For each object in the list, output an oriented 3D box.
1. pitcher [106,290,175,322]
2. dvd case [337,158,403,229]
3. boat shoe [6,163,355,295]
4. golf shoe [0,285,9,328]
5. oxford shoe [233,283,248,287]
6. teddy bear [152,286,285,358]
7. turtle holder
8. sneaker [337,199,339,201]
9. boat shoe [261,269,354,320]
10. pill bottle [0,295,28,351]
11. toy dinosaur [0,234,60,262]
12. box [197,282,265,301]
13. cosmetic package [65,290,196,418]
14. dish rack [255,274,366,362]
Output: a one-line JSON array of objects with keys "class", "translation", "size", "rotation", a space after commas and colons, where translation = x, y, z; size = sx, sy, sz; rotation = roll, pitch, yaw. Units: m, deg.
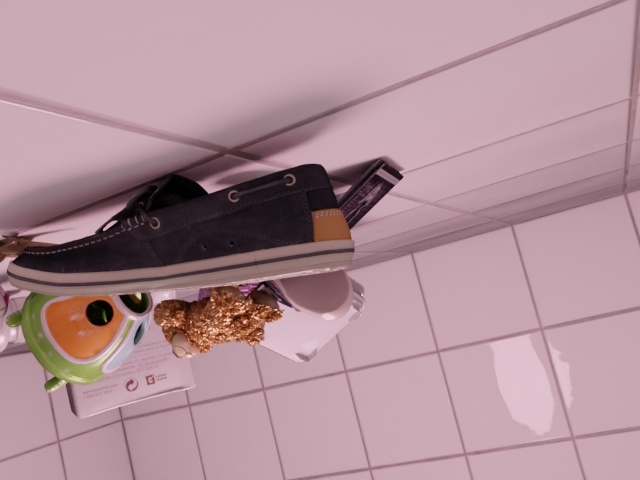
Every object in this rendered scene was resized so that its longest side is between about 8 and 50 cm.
[{"class": "pitcher", "translation": [-0.505, 0.146, 1.725], "size": [0.178, 0.125, 0.207], "rotation": [-1, -168, 31]}, {"class": "dvd case", "translation": [0.050, -0.052, 1.201], "size": [0.221, 0.018, 0.164], "rotation": [-44, 166, 11]}, {"class": "boat shoe", "translation": [-0.202, -0.007, 0.932], "size": [0.501, 0.155, 0.187], "rotation": [-8, 177, 16]}, {"class": "golf shoe", "translation": [-0.670, 0.132, 1.268], "size": [0.115, 0.140, 0.306], "rotation": [24, 165, -8]}, {"class": "oxford shoe", "translation": [-0.202, 0.034, 1.305], "size": [0.364, 0.132, 0.130], "rotation": [-15, 173, 11]}, {"class": "teddy bear", "translation": [-0.230, 0.180, 1.448], "size": [0.338, 0.113, 0.245], "rotation": [-16, 158, 27]}, {"class": "turtle holder", "translation": [-0.467, 0.169, 1.438], "size": [0.227, 0.243, 0.320], "rotation": [-33, 158, 13]}, {"class": "sneaker", "translation": [0.000, 0.000, 1.458], "size": [0.109, 0.130, 0.286], "rotation": [-16, 174, -5]}, {"class": "boat shoe", "translation": [-0.029, 0.093, 1.384], "size": [0.127, 0.158, 0.340], "rotation": [-39, -138, -12]}, {"class": "pill bottle", "translation": [-0.751, 0.190, 1.467], "size": [0.229, 0.131, 0.131], "rotation": [-8, 171, -41]}, {"class": "toy dinosaur", "translation": [-0.460, 0.012, 1.039], "size": [0.183, 0.053, 0.092], "rotation": [-6, -173, -6]}, {"class": "box", "translation": [-0.161, 0.111, 1.644], "size": [0.243, 0.117, 0.213], "rotation": [-9, 134, -29]}, {"class": "cosmetic package", "translation": [-0.596, 0.320, 2.003], "size": [0.330, 0.327, 0.394], "rotation": [-11, 173, -24]}, {"class": "dish rack", "translation": [-0.039, 0.186, 1.665], "size": [0.285, 0.072, 0.333], "rotation": [-42, 141, 8]}]
